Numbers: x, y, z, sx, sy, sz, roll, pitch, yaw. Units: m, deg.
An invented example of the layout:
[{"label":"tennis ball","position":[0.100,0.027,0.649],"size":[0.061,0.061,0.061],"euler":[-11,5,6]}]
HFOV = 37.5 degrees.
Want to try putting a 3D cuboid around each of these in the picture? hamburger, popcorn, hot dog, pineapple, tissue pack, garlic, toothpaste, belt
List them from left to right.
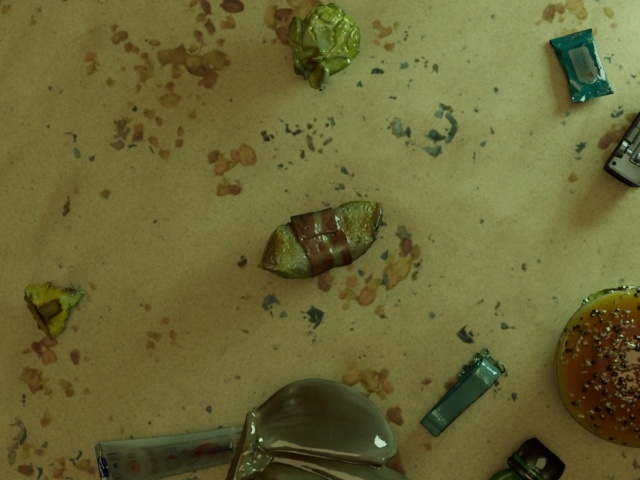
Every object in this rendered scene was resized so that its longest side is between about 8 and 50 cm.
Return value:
[{"label":"pineapple","position":[-0.507,0.120,1.807],"size":[0.114,0.077,0.114],"euler":[-32,89,-12]},{"label":"toothpaste","position":[-0.267,0.404,1.779],"size":[0.323,0.066,0.100],"euler":[-11,91,6]},{"label":"garlic","position":[-0.003,0.379,1.686],"size":[0.324,0.132,0.279],"euler":[10,55,-6]},{"label":"hot dog","position":[-0.001,0.004,1.774],"size":[0.261,0.093,0.123],"euler":[-15,77,-13]},{"label":"popcorn","position":[0.008,-0.375,1.775],"size":[0.135,0.142,0.162],"euler":[-2,47,6]},{"label":"belt","position":[0.261,0.287,1.757],"size":[0.065,0.100,0.179],"euler":[45,105,4]},{"label":"tissue pack","position":[0.498,-0.332,1.798],"size":[0.085,0.028,0.138],"euler":[-15,81,-1]},{"label":"hamburger","position":[0.561,0.218,1.675],"size":[0.300,0.176,0.301],"euler":[-1,82,9]}]

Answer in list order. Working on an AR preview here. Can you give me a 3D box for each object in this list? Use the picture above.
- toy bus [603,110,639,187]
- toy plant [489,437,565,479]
[{"label":"toy bus","position":[0.606,-0.190,1.749],"size":[0.086,0.098,0.178],"euler":[33,92,6]},{"label":"toy plant","position":[0.367,0.444,1.723],"size":[0.093,0.093,0.162],"euler":[43,89,5]}]
